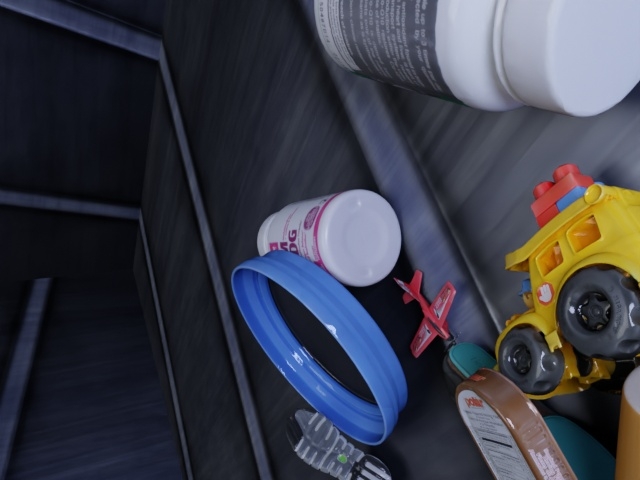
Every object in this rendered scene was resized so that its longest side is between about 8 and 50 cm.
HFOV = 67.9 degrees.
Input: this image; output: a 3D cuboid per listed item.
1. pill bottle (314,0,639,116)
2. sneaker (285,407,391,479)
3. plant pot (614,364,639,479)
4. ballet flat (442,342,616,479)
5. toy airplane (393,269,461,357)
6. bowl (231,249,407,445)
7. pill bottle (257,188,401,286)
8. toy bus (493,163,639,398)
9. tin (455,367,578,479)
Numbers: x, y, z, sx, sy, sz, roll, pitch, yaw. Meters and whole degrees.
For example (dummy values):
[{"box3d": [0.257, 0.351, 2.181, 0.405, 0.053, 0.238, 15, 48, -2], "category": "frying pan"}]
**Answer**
[{"box3d": [0.161, -0.262, 0.533, 0.361, 0.204, 0.204, 41, 128, 50], "category": "pill bottle"}, {"box3d": [0.032, 0.419, 0.906, 0.229, 0.086, 0.132, 29, 154, 29], "category": "sneaker"}, {"box3d": [0.300, 0.188, 0.332, 0.205, 0.205, 0.187, -2, 106, 59], "category": "plant pot"}, {"box3d": [0.251, 0.238, 0.581, 0.280, 0.095, 0.096, -129, 34, -57], "category": "ballet flat"}, {"box3d": [0.166, 0.109, 0.749, 0.151, 0.028, 0.151, 9, 101, 57], "category": "toy airplane"}, {"box3d": [-0.008, 0.186, 0.852, 0.391, 0.077, 0.391, 38, 150, 27], "category": "bowl"}, {"box3d": [0.000, 0.000, 0.879, 0.283, 0.161, 0.160, -4, 91, 59], "category": "pill bottle"}, {"box3d": [0.263, 0.039, 0.485, 0.220, 0.150, 0.211, 121, 147, -48], "category": "toy bus"}, {"box3d": [0.200, 0.219, 0.471, 0.189, 0.040, 0.106, 62, 160, 8], "category": "tin"}]
